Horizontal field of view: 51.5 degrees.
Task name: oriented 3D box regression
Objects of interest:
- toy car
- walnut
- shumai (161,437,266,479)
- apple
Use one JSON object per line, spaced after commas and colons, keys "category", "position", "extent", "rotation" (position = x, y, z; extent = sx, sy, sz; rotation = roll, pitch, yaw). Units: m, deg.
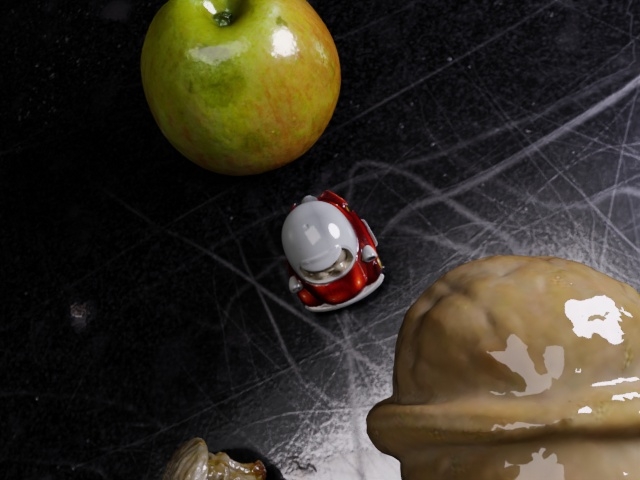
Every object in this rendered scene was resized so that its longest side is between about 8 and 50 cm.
{"category": "toy car", "position": [0.000, 0.000, 0.759], "extent": [0.112, 0.112, 0.139], "rotation": [-24, 64, 10]}
{"category": "walnut", "position": [0.180, 0.154, 0.550], "extent": [0.285, 0.285, 0.297], "rotation": [-10, 72, 16]}
{"category": "shumai", "position": [-0.111, 0.280, 0.694], "extent": [0.116, 0.145, 0.146], "rotation": [18, 72, -13]}
{"category": "apple", "position": [-0.101, -0.210, 0.816], "extent": [0.246, 0.226, 0.246], "rotation": [-7, 66, 15]}
